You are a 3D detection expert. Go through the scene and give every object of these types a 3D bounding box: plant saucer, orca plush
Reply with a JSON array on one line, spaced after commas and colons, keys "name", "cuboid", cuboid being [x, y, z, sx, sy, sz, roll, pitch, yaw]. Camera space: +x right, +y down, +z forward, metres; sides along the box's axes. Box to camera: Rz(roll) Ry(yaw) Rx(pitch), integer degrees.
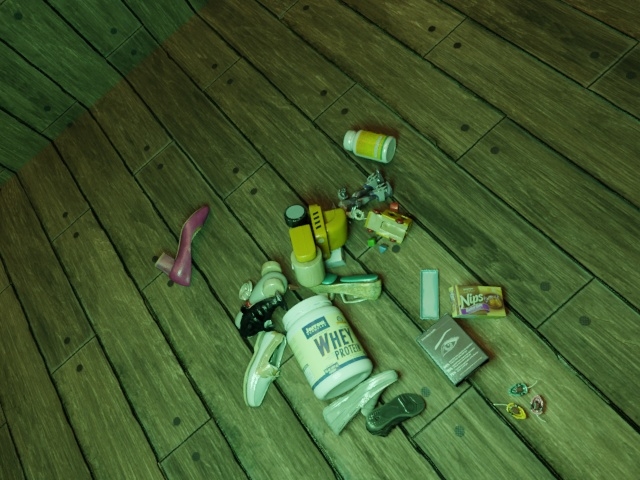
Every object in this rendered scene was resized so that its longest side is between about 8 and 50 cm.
[{"name": "plant saucer", "cuboid": [0.415, 0.205, 1.793, 0.067, 0.018, 0.192, -2, 70, 18]}, {"name": "orca plush", "cuboid": [-0.233, 0.311, 1.789, 0.287, 0.151, 0.102, -27, 20, 33]}]

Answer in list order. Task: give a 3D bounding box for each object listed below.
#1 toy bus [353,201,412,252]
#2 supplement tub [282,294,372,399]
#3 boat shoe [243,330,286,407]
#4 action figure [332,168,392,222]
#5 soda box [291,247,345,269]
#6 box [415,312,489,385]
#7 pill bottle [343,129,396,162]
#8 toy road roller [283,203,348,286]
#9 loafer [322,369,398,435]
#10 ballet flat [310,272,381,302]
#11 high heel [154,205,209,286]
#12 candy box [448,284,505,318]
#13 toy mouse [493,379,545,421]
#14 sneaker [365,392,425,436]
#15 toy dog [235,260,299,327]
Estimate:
[{"name": "toy bus", "cuboid": [0.266, -0.073, 1.889, 0.191, 0.104, 0.202, -21, 101, 32]}, {"name": "supplement tub", "cuboid": [0.018, 0.390, 1.734, 0.235, 0.235, 0.324, -34, 63, 4]}, {"name": "boat shoe", "cuboid": [-0.215, 0.501, 1.840, 0.103, 0.113, 0.302, 3, 70, 26]}, {"name": "action figure", "cuboid": [0.153, -0.174, 1.976, 0.285, 0.099, 0.185, -32, 46, -4]}, {"name": "soda box", "cuboid": [-0.009, 0.077, 1.957, 0.216, 0.069, 0.073, -11, 67, 14]}, {"name": "box", "cuboid": [0.462, 0.385, 1.656, 0.153, 0.108, 0.207, -39, 62, 1]}, {"name": "pill bottle", "cuboid": [0.212, -0.416, 2.045, 0.208, 0.117, 0.117, 19, 77, 25]}, {"name": "toy road roller", "cuboid": [0.000, 0.000, 1.834, 0.241, 0.202, 0.329, -12, 50, 0]}, {"name": "loafer", "cuboid": [0.157, 0.579, 1.692, 0.319, 0.112, 0.111, -38, 68, 10]}, {"name": "ballet flat", "cuboid": [0.072, 0.190, 1.872, 0.349, 0.123, 0.123, 1, 70, 21]}, {"name": "high heel", "cuboid": [-0.582, 0.024, 2.177, 0.181, 0.127, 0.377, 33, 77, -3]}, {"name": "candy box", "cuboid": [0.556, 0.219, 1.671, 0.187, 0.053, 0.109, 5, 67, -16]}, {"name": "toy mouse", "cuboid": [0.685, 0.529, 1.568, 0.161, 0.031, 0.143, 27, 81, 25]}, {"name": "sneaker", "cuboid": [0.257, 0.617, 1.659, 0.228, 0.130, 0.087, -19, 56, -20]}, {"name": "toy dog", "cuboid": [-0.209, 0.237, 1.906, 0.334, 0.161, 0.220, -42, 33, 46]}]
